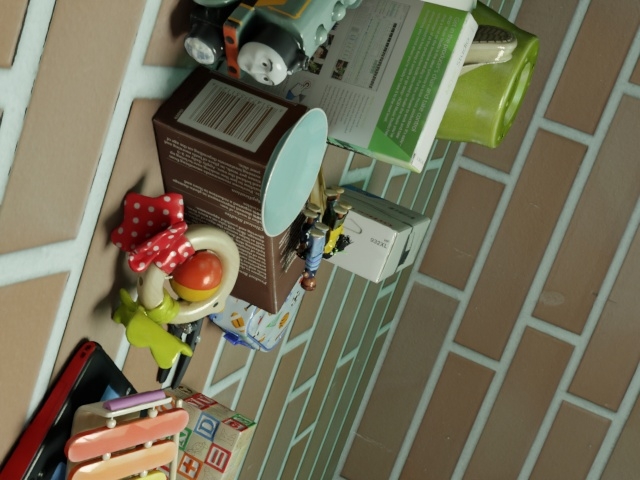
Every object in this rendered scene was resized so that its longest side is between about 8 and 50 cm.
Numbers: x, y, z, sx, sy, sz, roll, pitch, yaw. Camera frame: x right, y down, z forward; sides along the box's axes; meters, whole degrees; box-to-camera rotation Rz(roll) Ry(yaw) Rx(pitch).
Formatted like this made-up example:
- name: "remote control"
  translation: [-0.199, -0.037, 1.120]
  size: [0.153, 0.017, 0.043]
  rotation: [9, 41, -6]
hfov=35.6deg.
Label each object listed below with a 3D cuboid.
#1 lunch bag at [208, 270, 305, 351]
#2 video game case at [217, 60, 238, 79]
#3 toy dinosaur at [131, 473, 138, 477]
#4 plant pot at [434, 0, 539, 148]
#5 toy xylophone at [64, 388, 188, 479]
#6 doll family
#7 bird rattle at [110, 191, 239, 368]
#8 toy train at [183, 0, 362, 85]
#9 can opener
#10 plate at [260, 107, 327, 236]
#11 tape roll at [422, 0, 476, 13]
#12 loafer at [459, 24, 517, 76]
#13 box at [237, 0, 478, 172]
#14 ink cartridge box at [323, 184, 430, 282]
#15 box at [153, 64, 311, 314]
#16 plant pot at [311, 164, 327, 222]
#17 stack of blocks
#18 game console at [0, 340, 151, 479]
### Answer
- name: "lunch bag"
  translation: [-0.116, 0.097, 1.947]
  size: [0.243, 0.115, 0.303]
  rotation: [-62, 165, -10]
- name: "video game case"
  translation: [-0.102, -0.268, 1.616]
  size: [0.206, 0.026, 0.227]
  rotation: [-62, 164, -17]
- name: "toy dinosaur"
  translation: [-0.348, 0.452, 1.582]
  size: [0.268, 0.064, 0.118]
  rotation: [-52, 164, -43]
- name: "plant pot"
  translation: [0.237, -0.354, 2.017]
  size: [0.366, 0.353, 0.366]
  rotation: [-58, 163, -29]
- name: "toy xylophone"
  translation: [-0.283, 0.352, 1.481]
  size: [0.236, 0.081, 0.323]
  rotation: [-17, 121, -42]
- name: "doll family"
  translation: [0.000, 0.000, 1.561]
  size: [0.193, 0.076, 0.111]
  rotation: [-38, 152, -52]
- name: "bird rattle"
  translation: [-0.214, 0.043, 1.463]
  size: [0.207, 0.143, 0.253]
  rotation: [-9, 117, -40]
- name: "toy train"
  translation: [-0.046, -0.349, 1.373]
  size: [0.334, 0.190, 0.142]
  rotation: [-57, 162, -31]
- name: "can opener"
  translation: [-0.241, 0.183, 1.745]
  size: [0.073, 0.059, 0.186]
  rotation: [-35, 145, -64]
- name: "plate"
  translation: [-0.042, -0.095, 1.365]
  size: [0.188, 0.024, 0.188]
  rotation: [-58, 162, -31]
- name: "tape roll"
  translation: [0.161, -0.493, 1.766]
  size: [0.246, 0.246, 0.169]
  rotation: [-58, 162, -29]
- name: "loafer"
  translation: [0.230, -0.326, 1.813]
  size: [0.102, 0.268, 0.092]
  rotation: [-51, 132, -50]
- name: "box"
  translation: [0.042, -0.255, 1.464]
  size: [0.058, 0.322, 0.232]
  rotation: [25, 87, -63]
- name: "ink cartridge box"
  translation: [0.096, -0.022, 2.270]
  size: [0.129, 0.223, 0.307]
  rotation: [-69, 164, 13]
- name: "box"
  translation: [-0.122, -0.066, 1.532]
  size: [0.143, 0.191, 0.381]
  rotation: [-56, 162, -33]
- name: "plant pot"
  translation: [-0.007, -0.074, 1.990]
  size: [0.236, 0.032, 0.236]
  rotation: [-6, 90, -84]
- name: "stack of blocks"
  translation: [-0.258, 0.439, 1.847]
  size: [0.297, 0.171, 0.087]
  rotation: [-68, 165, 7]
- name: "game console"
  translation: [-0.381, 0.365, 1.541]
  size: [0.342, 0.060, 0.386]
  rotation: [-60, 164, -21]
